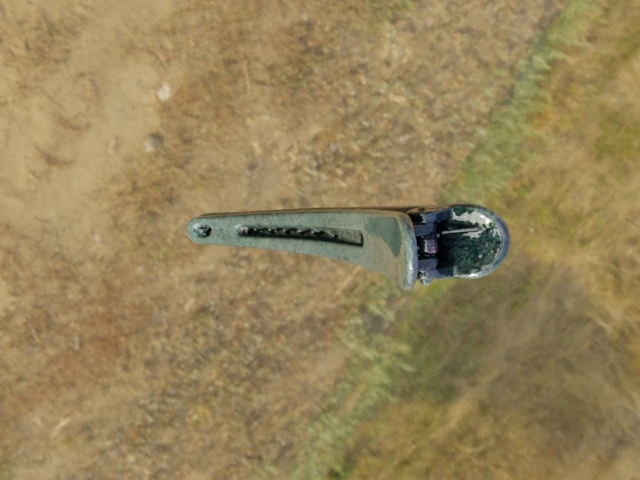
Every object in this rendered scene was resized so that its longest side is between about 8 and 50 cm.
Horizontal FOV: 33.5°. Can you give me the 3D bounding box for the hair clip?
[{"bbox_3d":[0.000,0.000,0.713,0.083,0.275,0.048,-13,99,-35],"label":"hair clip"}]
